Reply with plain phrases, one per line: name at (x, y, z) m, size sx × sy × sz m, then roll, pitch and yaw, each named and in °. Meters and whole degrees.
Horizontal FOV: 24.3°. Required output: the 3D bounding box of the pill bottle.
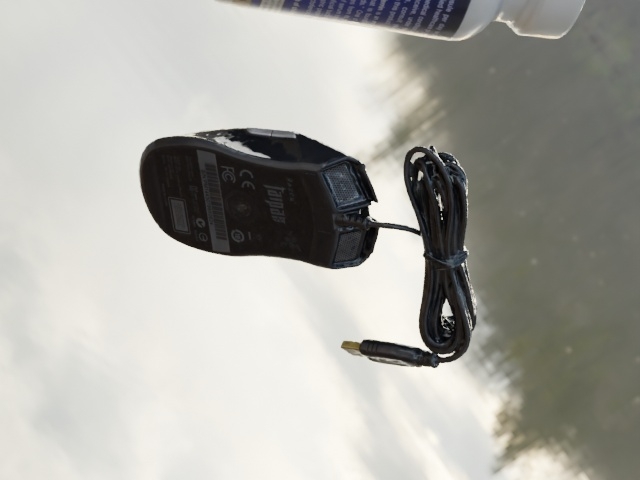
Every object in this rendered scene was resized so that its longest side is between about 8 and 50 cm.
pill bottle at (0.056, -0.227, 1.074) m, size 0.265 × 0.153 × 0.153 m, roll 8°, pitch 26°, yaw -9°

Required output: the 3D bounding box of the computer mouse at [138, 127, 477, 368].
computer mouse at (0.000, 0.000, 1.067) m, size 0.060 × 0.262 × 0.184 m, roll -49°, pitch 135°, yaw -48°
